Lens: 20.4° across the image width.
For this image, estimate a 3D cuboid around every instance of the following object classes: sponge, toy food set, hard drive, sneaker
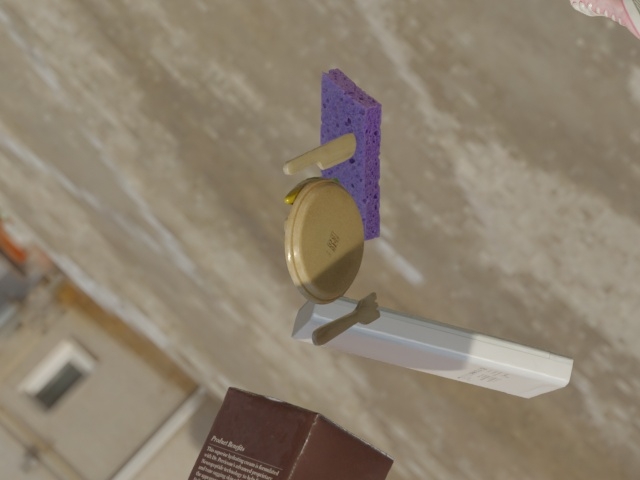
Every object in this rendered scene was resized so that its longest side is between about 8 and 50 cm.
[{"bbox_3d":[0.040,-0.116,2.415,0.117,0.031,0.210,42,141,47],"label":"sponge"},{"bbox_3d":[0.000,0.000,1.746,0.038,0.132,0.192,1,106,37],"label":"toy food set"},{"bbox_3d":[0.128,0.128,2.134,0.307,0.040,0.203,15,169,-5],"label":"hard drive"},{"bbox_3d":[0.295,-0.235,1.789,0.051,0.070,0.134,12,-134,-40],"label":"sneaker"}]

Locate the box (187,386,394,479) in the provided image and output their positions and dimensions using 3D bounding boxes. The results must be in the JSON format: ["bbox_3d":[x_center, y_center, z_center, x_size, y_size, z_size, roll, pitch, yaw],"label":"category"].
[{"bbox_3d":[-0.050,0.316,2.214,0.168,0.203,0.167,13,164,46],"label":"box"}]
